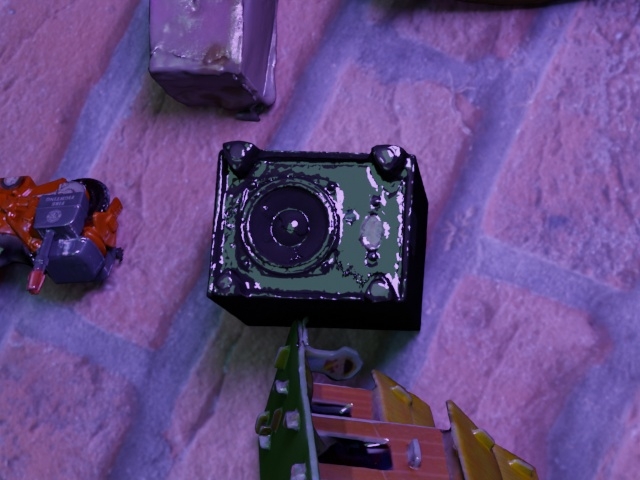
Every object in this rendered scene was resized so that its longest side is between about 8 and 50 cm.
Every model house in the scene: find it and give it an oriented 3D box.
[{"bbox_3d":[0.087,0.320,1.370,0.323,0.340,0.300,8,36,-12],"label":"model house"}]

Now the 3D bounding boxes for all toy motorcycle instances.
[{"bbox_3d":[-0.416,0.013,1.514,0.325,0.148,0.221,-4,53,14],"label":"toy motorcycle"}]

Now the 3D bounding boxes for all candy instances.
[{"bbox_3d":[-0.132,-0.265,1.522,0.137,0.185,0.195,0,80,14],"label":"candy"}]

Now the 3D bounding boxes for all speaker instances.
[{"bbox_3d":[0.000,0.000,1.390,0.232,0.254,0.184,1,78,10],"label":"speaker"}]

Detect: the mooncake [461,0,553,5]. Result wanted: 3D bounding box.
[{"bbox_3d":[0.256,-0.470,1.368,0.466,0.467,0.262,-9,74,6],"label":"mooncake"}]
